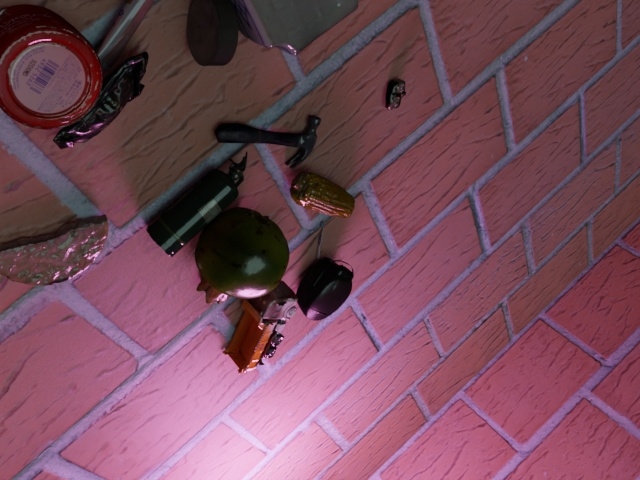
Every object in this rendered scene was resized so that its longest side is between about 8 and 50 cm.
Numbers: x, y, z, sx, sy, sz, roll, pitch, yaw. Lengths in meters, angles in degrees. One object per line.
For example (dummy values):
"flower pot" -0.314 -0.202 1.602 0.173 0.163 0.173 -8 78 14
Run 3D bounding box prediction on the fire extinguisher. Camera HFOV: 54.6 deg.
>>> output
"fire extinguisher" -0.271 -0.093 1.455 0.294 0.093 0.118 -44 158 -7

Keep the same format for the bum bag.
"bum bag" -0.413 -0.267 1.192 0.248 0.102 0.069 -45 110 -3

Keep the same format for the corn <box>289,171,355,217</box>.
"corn" 0.008 -0.120 1.678 0.261 0.097 0.097 20 106 -52

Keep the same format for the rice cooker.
"rice cooker" 0.012 0.143 1.867 0.142 0.118 0.203 27 101 -48

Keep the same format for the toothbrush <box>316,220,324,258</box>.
"toothbrush" 0.000 0.000 1.827 0.013 0.011 0.132 -27 136 -42

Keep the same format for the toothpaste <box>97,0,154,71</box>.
"toothpaste" -0.363 -0.407 1.162 0.195 0.042 0.067 -55 175 8

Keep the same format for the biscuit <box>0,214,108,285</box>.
"biscuit" -0.571 0.034 1.328 0.249 0.032 0.133 -21 132 -29

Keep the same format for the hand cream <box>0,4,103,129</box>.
"hand cream" -0.486 -0.299 1.074 0.193 0.125 0.193 -26 136 -28

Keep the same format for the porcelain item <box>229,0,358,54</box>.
"porcelain item" -0.067 -0.547 1.227 0.281 0.157 0.286 -40 140 -7

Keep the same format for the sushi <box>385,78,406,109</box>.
"sushi" 0.199 -0.392 1.671 0.045 0.044 0.083 -13 127 -36

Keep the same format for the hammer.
"hammer" -0.130 -0.245 1.500 0.289 0.037 0.137 -4 121 -41

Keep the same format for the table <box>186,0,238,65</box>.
"table" -0.214 -0.412 1.219 0.043 0.133 0.134 -12 128 -38

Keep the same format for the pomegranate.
"pomegranate" -0.213 0.058 1.531 0.235 0.236 0.302 8 135 -45

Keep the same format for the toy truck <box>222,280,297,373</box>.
"toy truck" -0.175 0.246 1.791 0.135 0.114 0.271 2 122 -48
